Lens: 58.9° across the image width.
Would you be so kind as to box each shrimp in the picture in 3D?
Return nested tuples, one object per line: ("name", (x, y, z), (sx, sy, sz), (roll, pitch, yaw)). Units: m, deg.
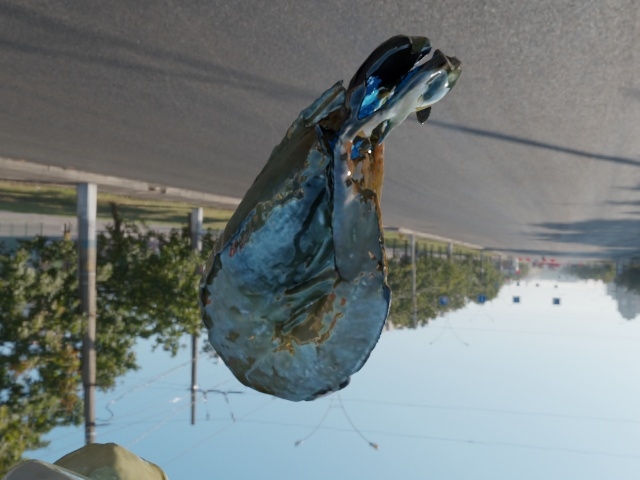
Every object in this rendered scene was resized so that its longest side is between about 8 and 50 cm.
("shrimp", (0.000, 0.000, 0.595), (0.221, 0.445, 0.110), (39, -151, 19))

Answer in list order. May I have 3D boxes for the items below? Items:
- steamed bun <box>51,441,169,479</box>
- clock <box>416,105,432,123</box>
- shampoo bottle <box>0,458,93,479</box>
("steamed bun", (-0.295, 0.416, 0.705), (0.276, 0.289, 0.203), (-28, -174, -32))
("clock", (0.218, -0.286, 1.193), (0.010, 0.074, 0.083), (-4, 171, -12))
("shampoo bottle", (-0.184, 0.223, 0.306), (0.074, 0.192, 0.074), (18, 155, 9))
